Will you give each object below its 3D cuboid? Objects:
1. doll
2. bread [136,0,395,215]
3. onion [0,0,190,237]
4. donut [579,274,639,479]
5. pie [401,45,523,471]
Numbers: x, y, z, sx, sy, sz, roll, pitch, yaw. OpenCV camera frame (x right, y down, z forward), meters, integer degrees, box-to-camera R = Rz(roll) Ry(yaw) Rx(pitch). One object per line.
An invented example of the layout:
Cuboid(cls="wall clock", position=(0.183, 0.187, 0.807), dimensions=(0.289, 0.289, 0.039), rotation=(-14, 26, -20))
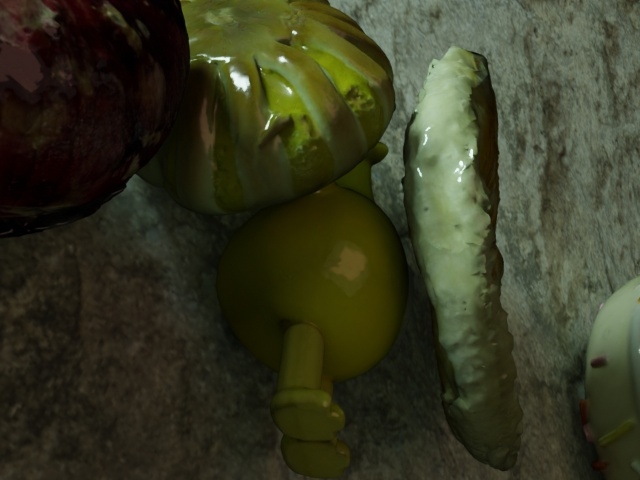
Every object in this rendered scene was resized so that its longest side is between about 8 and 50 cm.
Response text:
Cuboid(cls="doll", position=(0.000, 0.000, 0.759), dimensions=(0.199, 0.145, 0.362), rotation=(86, 7, -50))
Cuboid(cls="bread", position=(-0.051, -0.110, 0.671), dimensions=(0.213, 0.214, 0.104), rotation=(-57, 148, -44))
Cuboid(cls="onion", position=(-0.193, -0.111, 0.531), dimensions=(0.247, 0.190, 0.246), rotation=(18, 48, -22))
Cuboid(cls="donut", position=(0.429, 0.207, 1.120), dimensions=(0.383, 0.142, 0.382), rotation=(21, 60, -41))
Cuboid(cls="pie", position=(0.113, 0.013, 0.790), dimensions=(0.339, 0.077, 0.338), rotation=(-3, 90, -83))
